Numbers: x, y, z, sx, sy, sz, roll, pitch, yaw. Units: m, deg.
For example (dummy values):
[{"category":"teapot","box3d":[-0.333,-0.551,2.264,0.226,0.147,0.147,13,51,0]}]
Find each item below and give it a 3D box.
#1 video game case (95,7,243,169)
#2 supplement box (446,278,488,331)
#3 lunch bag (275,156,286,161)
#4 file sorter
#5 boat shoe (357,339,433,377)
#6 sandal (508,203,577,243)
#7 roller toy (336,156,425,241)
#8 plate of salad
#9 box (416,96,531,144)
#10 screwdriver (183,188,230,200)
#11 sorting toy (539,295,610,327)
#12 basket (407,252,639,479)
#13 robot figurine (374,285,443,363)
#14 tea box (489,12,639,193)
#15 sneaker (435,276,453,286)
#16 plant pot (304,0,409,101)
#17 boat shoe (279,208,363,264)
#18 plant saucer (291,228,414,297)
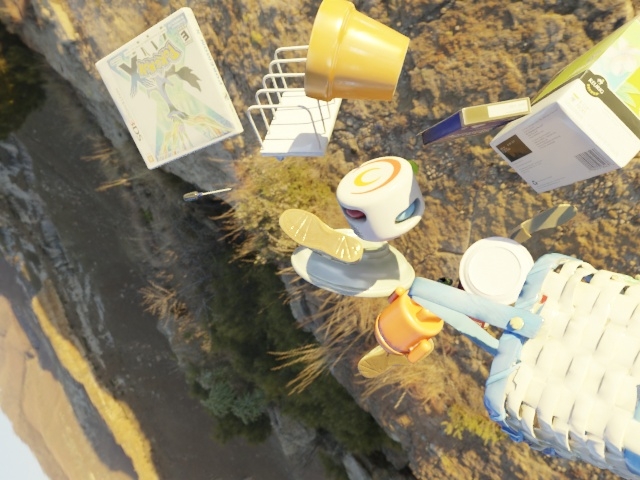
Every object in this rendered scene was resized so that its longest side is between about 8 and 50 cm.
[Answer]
[{"category":"video game case","box3d":[-0.390,-0.366,1.084,0.328,0.036,0.300,-13,109,27]},{"category":"supplement box","box3d":[0.556,0.209,1.523,0.130,0.073,0.240,19,94,36]},{"category":"lunch bag","box3d":[-0.132,-0.323,1.462,0.071,0.083,0.053,50,-177,6]},{"category":"file sorter","box3d":[-0.066,-0.398,1.203,0.192,0.278,0.173,4,147,17]},{"category":"boat shoe","box3d":[0.261,0.389,1.493,0.285,0.089,0.105,-26,95,21]},{"category":"sandal","box3d":[0.797,-0.079,1.556,0.240,0.079,0.088,-32,117,23]},{"category":"roller toy","box3d":[0.145,-0.094,1.028,0.209,0.191,0.146,-16,124,20]},{"category":"plate of salad","box3d":[0.499,0.088,1.209,0.199,0.048,0.200,-9,72,30]},{"category":"box","box3d":[0.304,-0.238,0.881,0.225,0.136,0.037,-164,62,-80]},{"category":"screwdriver","box3d":[-0.317,-0.134,1.182,0.169,0.024,0.025,-11,112,30]},{"category":"sorting toy","box3d":[0.673,0.208,1.119,0.274,0.046,0.132,12,96,7]},{"category":"basket","box3d":[0.266,0.131,0.469,0.254,0.201,0.289,32,166,-34]},{"category":"robot figurine","box3d":[0.218,0.206,1.069,0.158,0.128,0.219,45,133,9]},{"category":"tea box","box3d":[0.687,-0.331,1.101,0.220,0.323,0.329,44,175,0]},{"category":"sneaker","box3d":[0.450,0.148,1.530,0.031,0.083,0.035,59,141,35]},{"category":"plant pot","box3d":[0.083,-0.389,0.914,0.187,0.205,0.205,16,131,4]},{"category":"boat shoe","box3d":[0.000,0.000,0.777,0.170,0.063,0.059,30,166,19]},{"category":"plant saucer","box3d":[0.109,0.045,1.358,0.400,0.400,0.101,27,119,40]}]
